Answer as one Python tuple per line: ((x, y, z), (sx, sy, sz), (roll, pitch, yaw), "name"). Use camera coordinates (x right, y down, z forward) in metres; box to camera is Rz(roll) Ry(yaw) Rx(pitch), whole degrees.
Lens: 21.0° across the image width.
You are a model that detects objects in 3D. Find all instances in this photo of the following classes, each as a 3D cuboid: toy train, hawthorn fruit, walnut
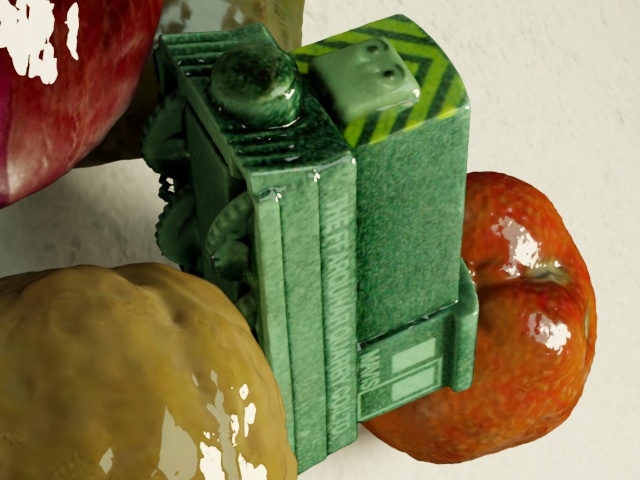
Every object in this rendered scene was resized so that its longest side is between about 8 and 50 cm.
((0.000, 0.000, 1.005), (0.138, 0.178, 0.330), (58, -19, 35), "toy train")
((0.112, 0.069, 1.244), (0.243, 0.207, 0.207), (46, 43, -60), "hawthorn fruit")
((-0.122, 0.139, 0.872), (0.257, 0.224, 0.257), (9, 78, -45), "walnut")

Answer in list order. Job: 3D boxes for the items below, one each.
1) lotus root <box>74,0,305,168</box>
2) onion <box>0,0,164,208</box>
((-0.116, -0.196, 1.055), (0.210, 0.142, 0.314), (2, 76, -51), "lotus root")
((-0.208, -0.180, 0.809), (0.348, 0.285, 0.347), (18, 61, -35), "onion")
